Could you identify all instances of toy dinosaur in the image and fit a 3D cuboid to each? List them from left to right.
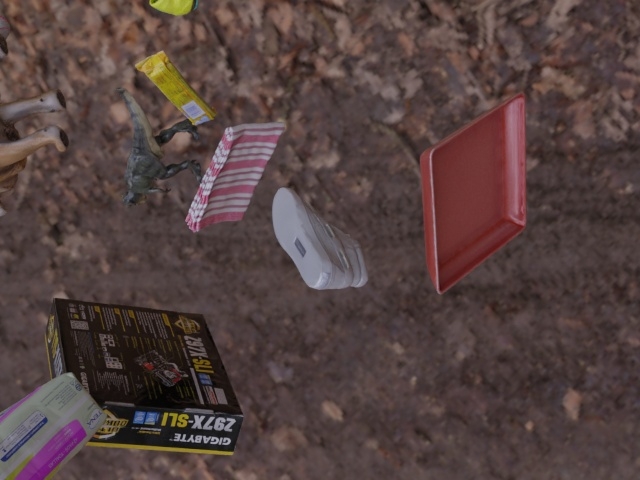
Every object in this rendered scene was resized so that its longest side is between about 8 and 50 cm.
[{"bbox_3d":[-0.236,-0.127,1.601,0.268,0.118,0.064,102,154,-52],"label":"toy dinosaur"}]

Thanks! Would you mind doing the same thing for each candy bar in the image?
[{"bbox_3d":[-0.175,-0.185,1.360,0.161,0.040,0.018,46,-158,-61],"label":"candy bar"}]

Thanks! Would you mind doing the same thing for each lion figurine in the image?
[{"bbox_3d":[-0.484,-0.154,1.434,0.392,0.240,0.142,59,-164,-62],"label":"lion figurine"}]

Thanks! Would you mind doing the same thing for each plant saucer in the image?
[{"bbox_3d":[0.244,-0.082,1.766,0.047,0.258,0.259,19,129,38],"label":"plant saucer"}]

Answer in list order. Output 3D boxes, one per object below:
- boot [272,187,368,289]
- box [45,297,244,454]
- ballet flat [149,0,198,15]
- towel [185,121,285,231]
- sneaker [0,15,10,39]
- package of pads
[{"bbox_3d":[0.000,0.000,2.139,0.095,0.123,0.258,-57,43,34],"label":"boot"},{"bbox_3d":[-0.280,0.203,1.681,0.322,0.257,0.079,-125,49,-60],"label":"box"},{"bbox_3d":[-0.205,-0.430,1.527,0.077,0.077,0.231,39,127,55],"label":"ballet flat"},{"bbox_3d":[-0.135,-0.106,1.780,0.029,0.144,0.197,39,119,21],"label":"towel"},{"bbox_3d":[-0.603,-0.274,1.917,0.111,0.252,0.103,29,-178,6],"label":"sneaker"},{"bbox_3d":[-0.441,0.311,1.409,0.296,0.229,0.101,-33,99,37],"label":"package of pads"}]
